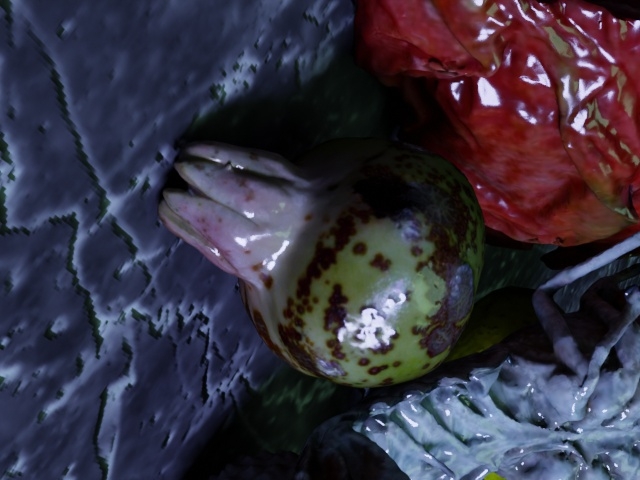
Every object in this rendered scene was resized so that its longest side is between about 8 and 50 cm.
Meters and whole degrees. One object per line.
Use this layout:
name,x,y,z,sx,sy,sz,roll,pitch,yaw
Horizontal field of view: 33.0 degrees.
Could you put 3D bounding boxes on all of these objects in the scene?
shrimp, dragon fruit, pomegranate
shrimp,0.151,0.099,0.617,0.410,0.166,0.221,-5,114,-28
dragon fruit,0.136,-0.107,0.641,0.330,0.240,0.302,9,137,-39
pomegranate,0.001,0.011,0.526,0.163,0.138,0.126,-2,109,-22

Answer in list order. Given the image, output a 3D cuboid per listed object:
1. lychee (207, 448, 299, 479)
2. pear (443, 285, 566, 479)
lychee,-0.025,0.204,0.630,0.165,0.197,0.165,0,90,-32
pear,0.123,0.142,0.785,0.187,0.187,0.220,14,81,-61
